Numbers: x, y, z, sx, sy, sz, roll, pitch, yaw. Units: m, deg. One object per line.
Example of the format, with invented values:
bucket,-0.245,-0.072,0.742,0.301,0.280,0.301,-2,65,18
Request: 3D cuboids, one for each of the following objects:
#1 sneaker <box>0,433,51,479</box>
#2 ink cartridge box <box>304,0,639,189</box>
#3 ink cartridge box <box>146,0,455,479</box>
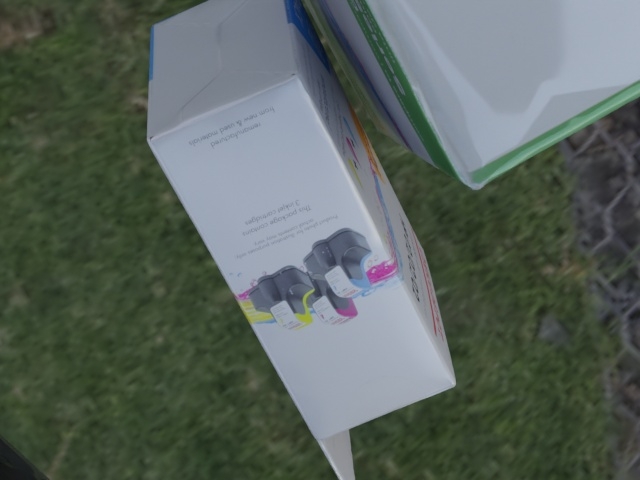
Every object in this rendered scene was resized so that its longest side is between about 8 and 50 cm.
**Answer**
sneaker,-0.086,0.095,0.273,0.185,0.202,0.483,-64,27,4
ink cartridge box,0.080,-0.101,0.610,0.154,0.212,0.093,-30,98,0
ink cartridge box,0.000,0.000,0.674,0.062,0.104,0.181,-22,119,9
